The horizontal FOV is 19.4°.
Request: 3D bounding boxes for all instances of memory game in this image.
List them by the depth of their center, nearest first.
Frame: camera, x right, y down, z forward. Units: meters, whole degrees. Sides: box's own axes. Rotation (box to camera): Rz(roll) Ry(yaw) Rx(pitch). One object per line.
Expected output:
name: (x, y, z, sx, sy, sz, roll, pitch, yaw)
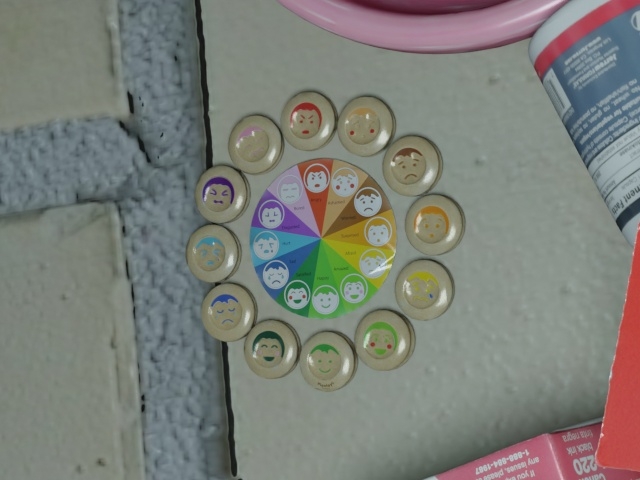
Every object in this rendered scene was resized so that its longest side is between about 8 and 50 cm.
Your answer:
memory game: (0.000, 0.000, 1.141, 0.186, 0.012, 0.186, -2, 86, 24)

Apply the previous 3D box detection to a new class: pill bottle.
pill bottle: (0.197, -0.052, 1.004, 0.108, 0.108, 0.180, -31, 77, 19)

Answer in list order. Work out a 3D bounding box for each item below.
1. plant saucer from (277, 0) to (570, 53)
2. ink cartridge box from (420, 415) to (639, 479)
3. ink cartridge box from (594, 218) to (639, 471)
plant saucer: (0.082, -0.268, 1.083, 0.332, 0.084, 0.332, -2, 85, 24)
ink cartridge box: (0.119, 0.224, 1.018, 0.158, 0.092, 0.218, -27, 78, 34)
ink cartridge box: (0.260, 0.043, 0.929, 0.056, 0.224, 0.181, -167, 86, -69)
